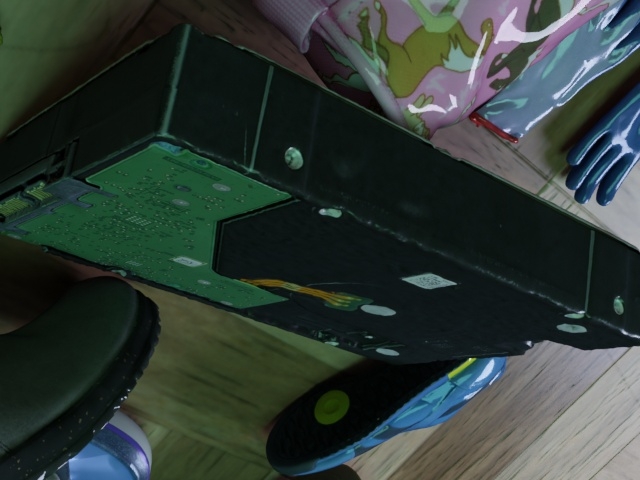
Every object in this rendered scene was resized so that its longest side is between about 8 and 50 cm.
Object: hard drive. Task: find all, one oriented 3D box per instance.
[{"bbox_3d":[0.000,0.000,0.573,0.339,0.237,0.064,21,69,-33],"label":"hard drive"}]

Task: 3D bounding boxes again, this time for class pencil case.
[{"bbox_3d":[0.145,-0.204,0.520,0.386,0.160,0.167,-35,127,5],"label":"pencil case"}]

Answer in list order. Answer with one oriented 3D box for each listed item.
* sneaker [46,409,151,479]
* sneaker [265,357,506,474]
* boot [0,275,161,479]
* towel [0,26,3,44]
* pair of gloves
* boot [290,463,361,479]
[{"bbox_3d":[-0.242,0.200,0.589,0.322,0.236,0.130,13,117,-29],"label":"sneaker"},{"bbox_3d":[0.058,0.137,0.779,0.209,0.069,0.082,-32,133,1],"label":"sneaker"},{"bbox_3d":[-0.225,0.053,0.499,0.118,0.338,0.223,-38,102,23],"label":"boot"},{"bbox_3d":[-0.296,-0.097,0.502,0.237,0.021,0.102,-27,123,-2],"label":"towel"},{"bbox_3d":[0.207,-0.111,0.698,0.198,0.023,0.159,27,111,-34],"label":"pair of gloves"},{"bbox_3d":[-0.041,0.325,0.857,0.262,0.095,0.203,-33,131,-2],"label":"boot"}]
